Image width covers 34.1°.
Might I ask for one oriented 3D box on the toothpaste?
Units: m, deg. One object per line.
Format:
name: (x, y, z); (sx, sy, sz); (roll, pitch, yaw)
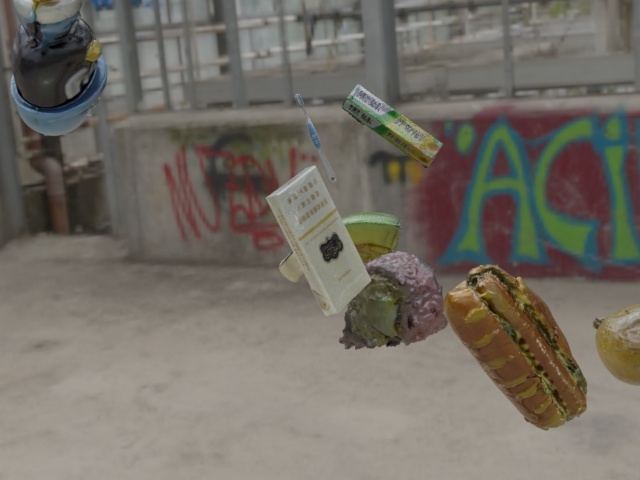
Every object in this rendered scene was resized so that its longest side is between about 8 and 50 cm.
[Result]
toothpaste: (0.120, -0.191, 1.747); (0.043, 0.178, 0.037); (-53, -3, -28)

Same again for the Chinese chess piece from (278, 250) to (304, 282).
Chinese chess piece: (-0.030, 0.027, 2.060); (0.122, 0.051, 0.122); (-48, 0, 1)

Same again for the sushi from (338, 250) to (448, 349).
sushi: (0.111, 0.106, 1.845); (0.107, 0.161, 0.241); (-20, 6, -38)

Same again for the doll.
doll: (-0.395, -0.276, 1.574); (0.141, 0.314, 0.177); (15, 51, 2)

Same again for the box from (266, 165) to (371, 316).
box: (0.000, 0.000, 1.289); (0.024, 0.167, 0.090); (-15, 17, 40)

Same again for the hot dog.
hot dog: (0.256, 0.136, 1.316); (0.115, 0.269, 0.072); (-52, 27, -18)

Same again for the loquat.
loquat: (0.618, 0.198, 2.042); (0.172, 0.149, 0.204); (-43, 38, -22)

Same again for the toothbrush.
toothbrush: (-0.008, -0.172, 1.765); (0.014, 0.162, 0.017); (-20, 14, 20)

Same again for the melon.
melon: (0.076, 0.015, 2.353); (0.169, 0.265, 0.129); (15, 38, -3)
